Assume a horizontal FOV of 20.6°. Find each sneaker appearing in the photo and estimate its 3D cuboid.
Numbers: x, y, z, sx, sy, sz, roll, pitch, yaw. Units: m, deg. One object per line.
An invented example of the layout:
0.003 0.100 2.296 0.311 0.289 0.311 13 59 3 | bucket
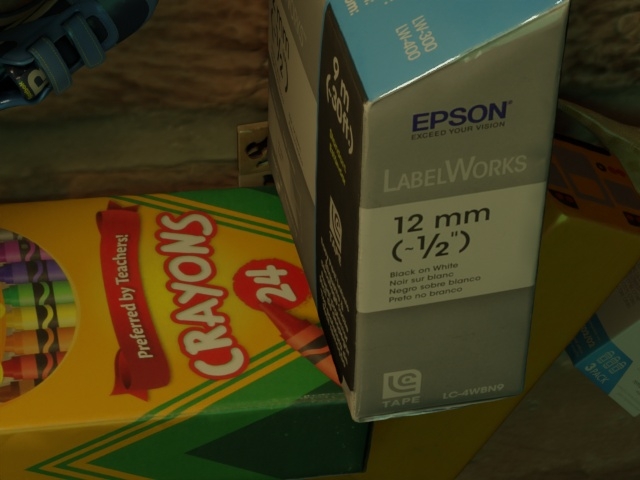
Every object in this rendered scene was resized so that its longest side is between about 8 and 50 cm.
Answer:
-0.158 -0.112 1.035 0.144 0.059 0.053 -25 135 3 | sneaker

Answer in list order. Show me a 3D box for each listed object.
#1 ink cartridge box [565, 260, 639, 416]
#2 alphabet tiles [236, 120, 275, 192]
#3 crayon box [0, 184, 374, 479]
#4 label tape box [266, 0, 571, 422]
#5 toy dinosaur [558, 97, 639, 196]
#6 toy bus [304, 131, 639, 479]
0.282 0.047 1.364 0.181 0.062 0.104 -37 135 16 | ink cartridge box
0.000 0.000 1.248 0.198 0.009 0.237 -10 136 -11 | alphabet tiles
-0.142 0.066 1.109 0.318 0.202 0.081 -5 134 -14 | crayon box
0.042 -0.110 0.973 0.115 0.249 0.348 -9 133 -8 | label tape box
0.234 -0.065 1.240 0.092 0.053 0.183 -38 135 19 | toy dinosaur
0.087 0.064 1.243 0.108 0.130 0.333 14 127 -31 | toy bus
